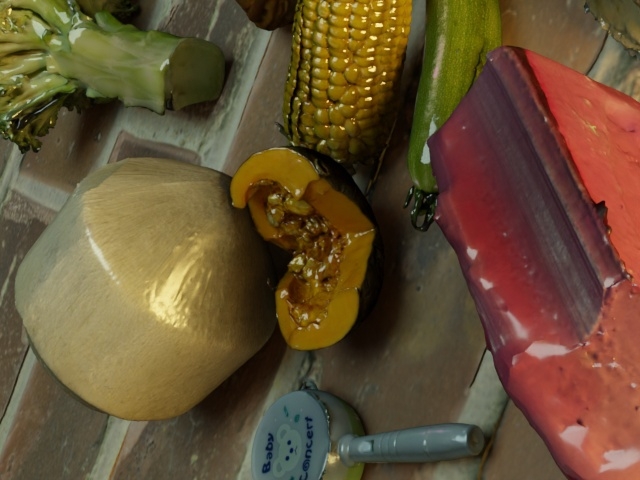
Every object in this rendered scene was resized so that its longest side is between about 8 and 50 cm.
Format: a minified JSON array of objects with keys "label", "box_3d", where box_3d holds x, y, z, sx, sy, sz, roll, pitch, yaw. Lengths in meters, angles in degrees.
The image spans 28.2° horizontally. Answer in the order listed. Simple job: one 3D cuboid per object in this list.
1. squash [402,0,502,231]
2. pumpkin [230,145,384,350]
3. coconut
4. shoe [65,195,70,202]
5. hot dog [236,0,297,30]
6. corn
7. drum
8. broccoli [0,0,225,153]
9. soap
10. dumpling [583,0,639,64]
[{"label":"squash","box_3d":[0.120,-0.161,1.122,0.071,0.080,0.318,95,180,-69]},{"label":"pumpkin","box_3d":[0.000,0.000,1.166,0.119,0.107,0.183,-16,91,38]},{"label":"coconut","box_3d":[-0.157,0.036,1.249,0.266,0.237,0.237,-46,44,36]},{"label":"shoe","box_3d":[-0.302,0.030,1.553,0.099,0.071,0.169,-31,56,41]},{"label":"hot dog","box_3d":[-0.048,-0.338,1.371,0.196,0.122,0.272,-55,37,15]},{"label":"corn","box_3d":[0.030,-0.200,1.146,0.115,0.115,0.318,-125,35,-46]},{"label":"drum","box_3d":[0.030,0.199,1.099,0.253,0.049,0.130,7,80,51]},{"label":"broccoli","box_3d":[-0.270,-0.251,1.547,0.361,0.221,0.252,-6,76,37]},{"label":"soap","box_3d":[0.201,0.037,0.836,0.127,0.220,0.325,-45,44,34]},{"label":"dumpling","box_3d":[0.260,-0.217,0.967,0.332,0.086,0.166,35,106,47]}]
